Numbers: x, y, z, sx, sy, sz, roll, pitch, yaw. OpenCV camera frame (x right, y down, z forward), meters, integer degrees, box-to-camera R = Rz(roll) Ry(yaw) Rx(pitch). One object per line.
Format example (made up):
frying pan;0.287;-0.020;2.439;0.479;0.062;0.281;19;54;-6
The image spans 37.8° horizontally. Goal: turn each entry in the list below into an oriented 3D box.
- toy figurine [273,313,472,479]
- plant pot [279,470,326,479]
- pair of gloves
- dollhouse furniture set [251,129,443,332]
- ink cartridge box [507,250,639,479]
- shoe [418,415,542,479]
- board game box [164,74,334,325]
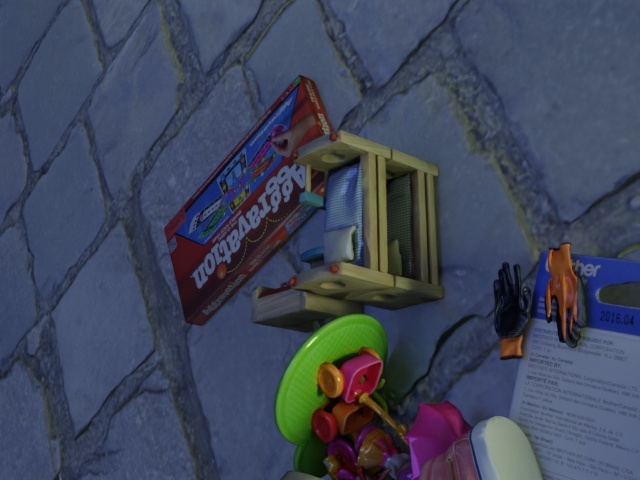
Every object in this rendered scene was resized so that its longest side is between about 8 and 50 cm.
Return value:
toy figurine;0.057;0.172;0.775;0.159;0.130;0.173;32;125;40
plant pot;-0.018;0.329;0.718;0.256;0.256;0.274;1;63;50
pair of gloves;0.156;0.045;0.671;0.083;0.010;0.074;-24;61;50
dollhouse furniture set;0.000;0.000;0.866;0.183;0.129;0.129;-19;64;45
ink cartridge box;0.204;0.169;0.625;0.185;0.065;0.311;6;85;52
shoe;0.117;0.213;0.627;0.081;0.063;0.178;-44;42;37
board game box;-0.082;-0.040;1.057;0.281;0.027;0.145;-44;49;31
